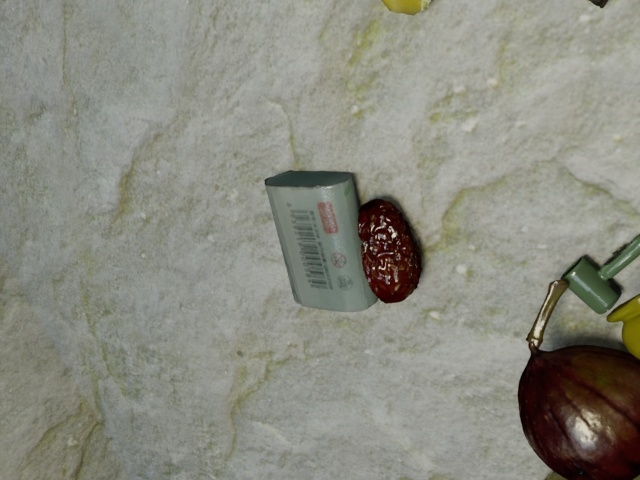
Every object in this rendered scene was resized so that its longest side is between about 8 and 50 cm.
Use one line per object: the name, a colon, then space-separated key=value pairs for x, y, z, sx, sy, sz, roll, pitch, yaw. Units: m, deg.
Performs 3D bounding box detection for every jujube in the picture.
jujube: x=0.108 y=0.017 z=1.117 sx=0.104 sy=0.104 sz=0.166 roll=1 pitch=113 yaw=40

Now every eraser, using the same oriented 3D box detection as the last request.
eraser: x=0.000 y=0.000 z=1.210 sx=0.174 sy=0.081 sz=0.227 roll=6 pitch=119 yaw=42

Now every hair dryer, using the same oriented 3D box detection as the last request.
hair dryer: x=0.391 y=0.026 z=0.932 sx=0.071 sy=0.047 sz=0.150 roll=43 pitch=124 yaw=7

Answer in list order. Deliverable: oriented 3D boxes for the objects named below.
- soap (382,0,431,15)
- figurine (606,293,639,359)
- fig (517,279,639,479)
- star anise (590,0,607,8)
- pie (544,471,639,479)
soap: x=0.087 y=-0.369 z=0.954 sx=0.169 sy=0.033 sz=0.089 roll=56 pitch=138 yaw=0
figurine: x=0.506 y=0.150 z=0.819 sx=0.327 sy=0.218 sz=0.169 roll=49 pitch=176 yaw=-3
fig: x=0.336 y=0.210 z=0.966 sx=0.249 sy=0.186 sz=0.204 roll=40 pitch=152 yaw=-1
star anise: x=0.285 y=-0.365 z=0.731 sx=0.220 sy=0.099 sz=0.214 roll=59 pitch=149 yaw=-4
pie: x=0.475 y=0.479 z=1.095 sx=0.339 sy=0.077 sz=0.339 roll=17 pitch=121 yaw=29
